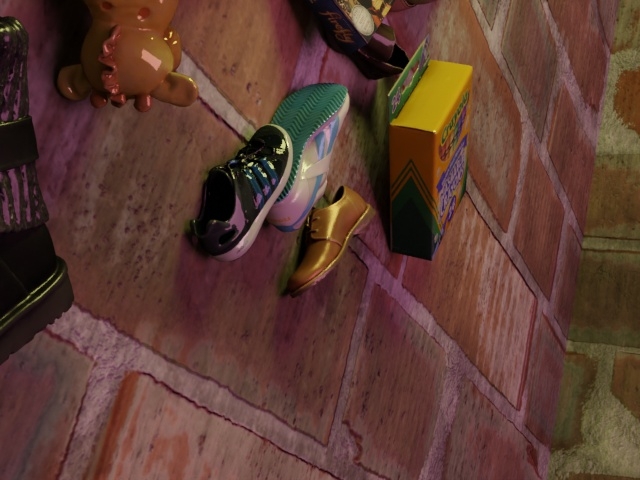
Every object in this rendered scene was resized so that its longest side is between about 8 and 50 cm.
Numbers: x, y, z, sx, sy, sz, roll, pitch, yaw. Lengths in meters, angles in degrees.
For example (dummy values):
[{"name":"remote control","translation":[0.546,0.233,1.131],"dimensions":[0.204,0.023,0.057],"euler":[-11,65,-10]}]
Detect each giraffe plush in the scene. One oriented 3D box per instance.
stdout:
[{"name":"giraffe plush","translation":[-0.175,-0.216,0.892],"dimensions":[0.210,0.181,0.171],"euler":[-26,123,-49]}]

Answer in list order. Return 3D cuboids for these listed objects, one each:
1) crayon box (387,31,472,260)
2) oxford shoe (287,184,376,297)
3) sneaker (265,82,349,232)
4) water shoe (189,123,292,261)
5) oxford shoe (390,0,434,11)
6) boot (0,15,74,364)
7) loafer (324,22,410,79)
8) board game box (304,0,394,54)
[{"name":"crayon box","translation":[0.185,-0.153,1.545],"dimensions":[0.323,0.083,0.203],"euler":[84,27,-42]},{"name":"oxford shoe","translation":[0.000,0.000,1.332],"dimensions":[0.076,0.076,0.212],"euler":[47,48,-13]},{"name":"sneaker","translation":[-0.023,-0.118,1.253],"dimensions":[0.229,0.087,0.092],"euler":[-63,151,-25]},{"name":"water shoe","translation":[-0.093,-0.073,1.131],"dimensions":[0.080,0.072,0.203],"euler":[52,48,-47]},{"name":"oxford shoe","translation":[0.234,-0.510,1.609],"dimensions":[0.397,0.146,0.141],"euler":[-59,138,-42]},{"name":"boot","translation":[-0.317,-0.009,0.661],"dimensions":[0.348,0.131,0.260],"euler":[-57,147,-59]},{"name":"loafer","translation":[0.077,-0.314,1.411],"dimensions":[0.220,0.078,0.080],"euler":[24,71,-60]},{"name":"board game box","translation":[0.046,-0.401,1.323],"dimensions":[0.165,0.042,0.243],"euler":[47,48,-21]}]
